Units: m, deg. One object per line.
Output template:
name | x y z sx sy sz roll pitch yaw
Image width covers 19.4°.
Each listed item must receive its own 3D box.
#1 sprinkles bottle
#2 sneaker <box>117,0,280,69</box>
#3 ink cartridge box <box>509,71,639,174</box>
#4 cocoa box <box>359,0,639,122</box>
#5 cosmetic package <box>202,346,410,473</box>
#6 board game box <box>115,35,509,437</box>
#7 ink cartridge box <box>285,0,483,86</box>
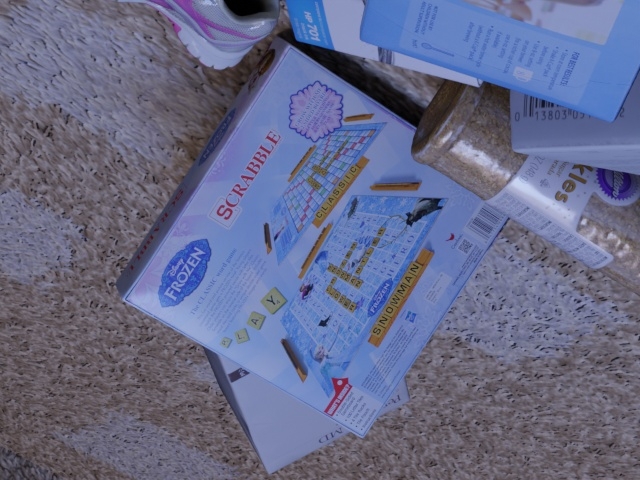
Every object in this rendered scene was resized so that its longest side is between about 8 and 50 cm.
sprinkles bottle | 0.266 -0.043 1.894 0.355 0.121 0.121 31 150 -11
sneaker | -0.135 -0.270 1.819 0.252 0.103 0.111 31 147 -32
ink cartridge box | 0.407 -0.104 1.672 0.385 0.091 0.308 4 177 -43
cocoa box | 0.184 -0.294 1.420 0.231 0.228 0.347 19 152 3
cosmetic package | -0.036 0.095 2.226 0.217 0.156 0.385 -28 145 -6
board game box | 0.000 0.000 1.990 0.318 0.319 0.066 32 -176 -21
ink cartridge box | 0.084 -0.226 1.656 0.190 0.139 0.082 19 144 26
